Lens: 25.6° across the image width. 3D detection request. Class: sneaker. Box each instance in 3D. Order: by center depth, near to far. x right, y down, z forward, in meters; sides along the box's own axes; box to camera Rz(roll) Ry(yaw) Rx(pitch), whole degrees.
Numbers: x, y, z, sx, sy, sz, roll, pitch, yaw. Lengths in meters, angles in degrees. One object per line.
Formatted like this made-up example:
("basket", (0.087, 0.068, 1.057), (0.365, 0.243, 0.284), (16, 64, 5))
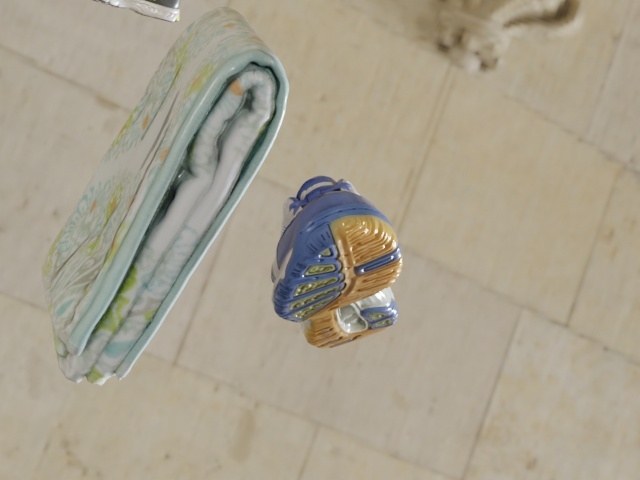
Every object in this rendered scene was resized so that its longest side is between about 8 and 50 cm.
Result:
("sneaker", (-0.132, -0.175, 0.962), (0.083, 0.035, 0.031), (14, 5, -31))
("sneaker", (0.000, 0.000, 1.198), (0.111, 0.131, 0.296), (-16, -16, -4))

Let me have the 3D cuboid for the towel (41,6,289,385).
("towel", (-0.171, -0.062, 1.472), (0.090, 0.374, 0.320), (29, 10, -21))
